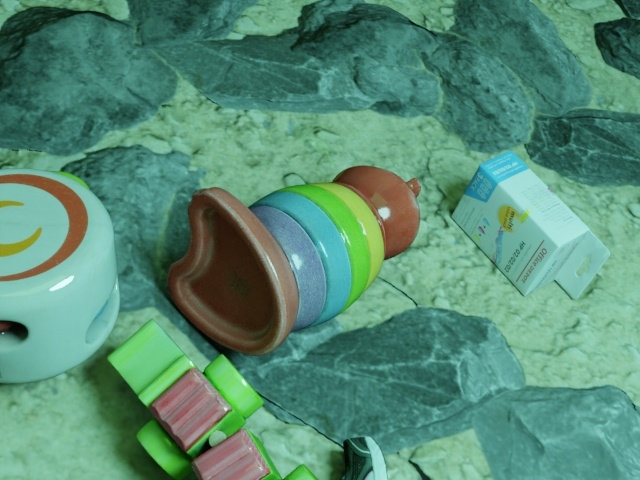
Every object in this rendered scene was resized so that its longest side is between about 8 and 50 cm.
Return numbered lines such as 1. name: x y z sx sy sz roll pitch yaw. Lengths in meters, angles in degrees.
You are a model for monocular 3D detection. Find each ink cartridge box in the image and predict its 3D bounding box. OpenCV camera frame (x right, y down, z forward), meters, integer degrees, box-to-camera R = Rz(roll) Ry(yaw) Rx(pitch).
1. ink cartridge box: 0.256 -0.008 1.233 0.062 0.104 0.181 -25 62 -32

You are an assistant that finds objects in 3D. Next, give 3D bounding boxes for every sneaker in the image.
1. sneaker: 0.027 0.267 0.957 0.077 0.072 0.178 0 45 -5

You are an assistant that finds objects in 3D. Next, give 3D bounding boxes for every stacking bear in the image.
1. stacking bear: 0.000 0.000 1.118 0.164 0.175 0.289 43 44 21

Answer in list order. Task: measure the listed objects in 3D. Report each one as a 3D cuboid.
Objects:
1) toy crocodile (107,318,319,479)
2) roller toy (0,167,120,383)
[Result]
1. toy crocodile: -0.081 0.206 0.920 0.115 0.105 0.340 -38 66 -7
2. roller toy: -0.299 0.038 0.988 0.209 0.146 0.191 -23 52 -26
